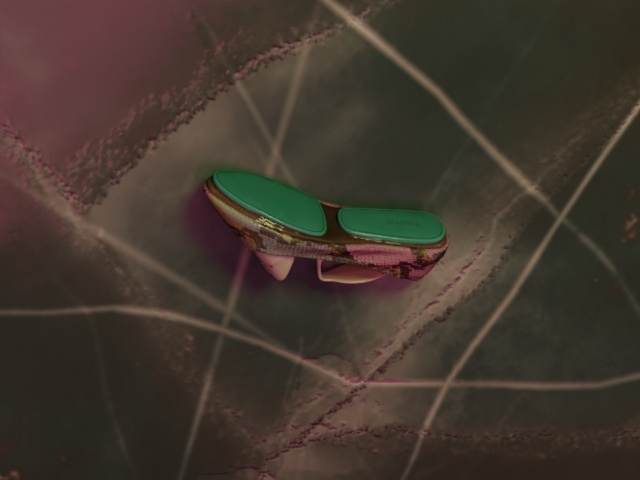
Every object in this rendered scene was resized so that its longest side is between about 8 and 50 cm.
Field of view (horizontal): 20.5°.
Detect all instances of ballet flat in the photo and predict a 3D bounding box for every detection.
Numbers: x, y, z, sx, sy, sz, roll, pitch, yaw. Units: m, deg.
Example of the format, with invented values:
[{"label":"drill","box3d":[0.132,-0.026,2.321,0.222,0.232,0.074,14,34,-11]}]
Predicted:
[{"label":"ballet flat","box3d":[0.000,0.000,1.511,0.221,0.077,0.079,11,125,-17]}]
